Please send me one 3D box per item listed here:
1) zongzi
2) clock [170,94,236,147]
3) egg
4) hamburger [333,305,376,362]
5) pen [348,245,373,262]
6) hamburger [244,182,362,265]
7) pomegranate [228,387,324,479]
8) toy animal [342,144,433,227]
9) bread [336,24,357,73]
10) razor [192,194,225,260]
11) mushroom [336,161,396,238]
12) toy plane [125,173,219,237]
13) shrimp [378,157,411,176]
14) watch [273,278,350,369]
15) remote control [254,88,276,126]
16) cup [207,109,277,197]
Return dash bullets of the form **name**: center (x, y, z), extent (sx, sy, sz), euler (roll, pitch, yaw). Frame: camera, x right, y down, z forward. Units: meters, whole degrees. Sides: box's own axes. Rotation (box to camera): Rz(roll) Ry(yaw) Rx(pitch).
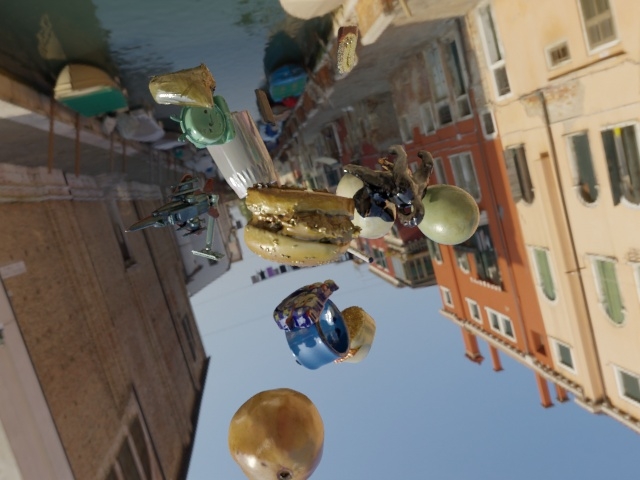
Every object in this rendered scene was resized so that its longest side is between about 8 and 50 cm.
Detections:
- **zongzi**: center (-0.408, -0.435, 1.551), extent (0.194, 0.099, 0.197), euler (-14, -131, -2)
- **clock**: center (-0.380, -0.378, 1.682), extent (0.066, 0.159, 0.210), euler (-10, -167, 45)
- **egg**: center (0.462, -0.108, 1.965), extent (0.218, 0.219, 0.295), euler (-19, -146, -20)
- **hamburger**: center (0.137, 0.458, 2.534), extent (0.276, 0.179, 0.294), euler (-28, -142, 55)
- **pen**: center (0.162, 0.053, 2.412), extent (0.033, 0.033, 0.269), euler (-19, -155, -23)
- **hamburger**: center (-0.025, -0.044, 1.740), extent (0.445, 0.268, 0.287), euler (3, -172, -43)
- **pomegranate**: center (-0.178, 0.781, 2.103), extent (0.411, 0.412, 0.411), euler (-16, -173, 2)
- **toy animal**: center (0.242, -0.169, 1.935), extent (0.194, 0.303, 0.344), euler (13, 158, -43)
- **bread**: center (0.092, -0.701, 1.841), extent (0.067, 0.193, 0.119), euler (6, 150, -5)
- **razor**: center (-0.391, -0.050, 1.883), extent (0.106, 0.232, 0.068), euler (14, -170, 21)
- **mushroom**: center (0.211, -0.183, 2.238), extent (0.356, 0.315, 0.315), euler (-58, 165, 28)
- **toy plane**: center (-0.470, -0.086, 1.678), extent (0.104, 0.223, 0.326), euler (18, -145, 36)
- **shrimp**: center (0.292, -0.285, 2.044), extent (0.150, 0.068, 0.248), euler (25, -174, 5)
- **watch**: center (-0.012, 0.222, 1.305), extent (0.171, 0.200, 0.196), euler (-25, -163, 31)
- **remote control**: center (-0.260, -0.624, 2.436), extent (0.063, 0.245, 0.025), euler (14, 133, -40)
- **cup**: center (-0.372, -0.404, 2.432), extent (0.253, 0.372, 0.253), euler (-27, -172, 4)
